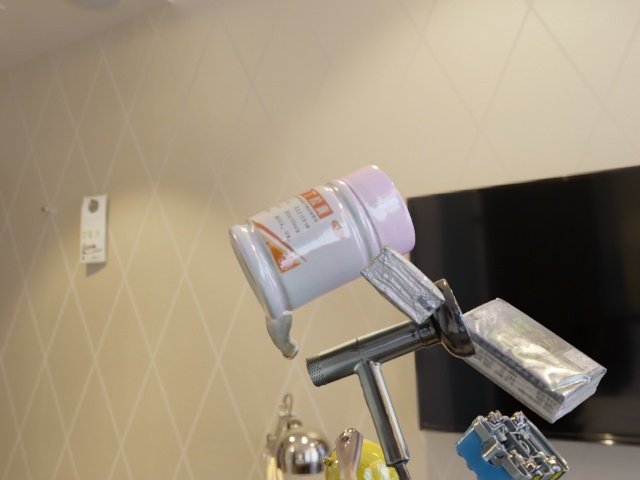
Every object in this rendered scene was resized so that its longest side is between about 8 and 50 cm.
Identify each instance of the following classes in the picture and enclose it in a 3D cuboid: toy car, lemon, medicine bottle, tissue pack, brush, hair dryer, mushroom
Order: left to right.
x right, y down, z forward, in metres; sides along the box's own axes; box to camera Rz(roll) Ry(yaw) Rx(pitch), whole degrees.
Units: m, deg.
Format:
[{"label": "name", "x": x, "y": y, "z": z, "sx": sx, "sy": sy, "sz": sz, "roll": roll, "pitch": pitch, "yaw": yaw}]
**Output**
[{"label": "mushroom", "x": -0.125, "y": 0.308, "z": 2.083, "sx": 0.081, "sy": 0.223, "sz": 0.092, "roll": 22, "pitch": 47, "yaw": 39}, {"label": "medicine bottle", "x": 0.000, "y": 0.000, "z": 1.234, "sx": 0.316, "sy": 0.202, "sz": 0.202, "roll": -26, "pitch": -3, "yaw": -13}, {"label": "brush", "x": 0.035, "y": 0.386, "z": 1.002, "sx": 0.072, "sy": 0.067, "sz": 0.313, "roll": -28, "pitch": 16, "yaw": 13}, {"label": "lemon", "x": 0.104, "y": 0.566, "z": 1.517, "sx": 0.207, "sy": 0.173, "sz": 0.173, "roll": 5, "pitch": -9, "yaw": -13}, {"label": "tissue pack", "x": 0.122, "y": 0.064, "z": 0.954, "sx": 0.065, "sy": 0.115, "sz": 0.155, "roll": -47, "pitch": -5, "yaw": 4}, {"label": "hair dryer", "x": 0.169, "y": 0.272, "z": 1.193, "sx": 0.320, "sy": 0.284, "sz": 0.156, "roll": -31, "pitch": -15, "yaw": 5}, {"label": "toy car", "x": 0.251, "y": 0.299, "z": 0.855, "sx": 0.191, "sy": 0.097, "sz": 0.100, "roll": 18, "pitch": -63, "yaw": -49}, {"label": "tissue pack", "x": 0.611, "y": 0.344, "z": 1.898, "sx": 0.288, "sy": 0.124, "sz": 0.394, "roll": -13, "pitch": 38, "yaw": -43}]
